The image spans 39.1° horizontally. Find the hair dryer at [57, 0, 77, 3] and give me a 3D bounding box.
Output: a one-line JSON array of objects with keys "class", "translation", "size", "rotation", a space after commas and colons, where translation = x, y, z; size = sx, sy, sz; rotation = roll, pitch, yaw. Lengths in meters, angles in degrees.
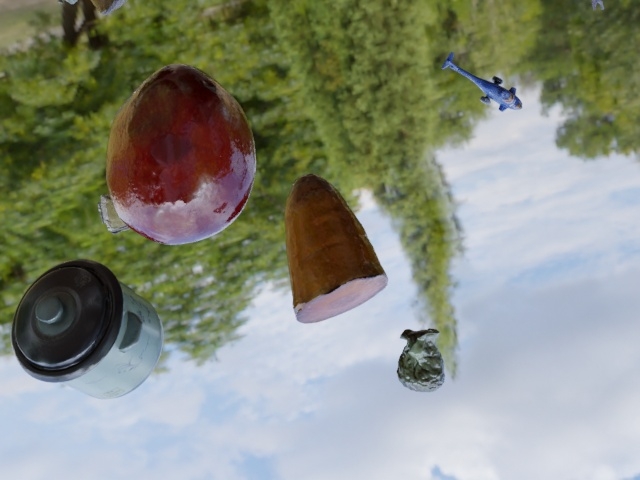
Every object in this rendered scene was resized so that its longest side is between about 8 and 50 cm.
[{"class": "hair dryer", "translation": [-0.480, -0.530, 1.487], "size": [0.298, 0.296, 0.119], "rotation": [17, 154, 6]}]

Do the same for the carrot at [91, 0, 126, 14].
[{"class": "carrot", "translation": [-0.300, -0.407, 1.286], "size": [0.101, 0.102, 0.263], "rotation": [-14, -127, 9]}]

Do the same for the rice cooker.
[{"class": "rice cooker", "translation": [-0.491, 0.189, 1.897], "size": [0.316, 0.264, 0.317], "rotation": [12, 160, 4]}]

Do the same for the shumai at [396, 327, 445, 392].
[{"class": "shumai", "translation": [0.147, 0.159, 1.251], "size": [0.083, 0.080, 0.082], "rotation": [-5, -136, -34]}]

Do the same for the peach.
[{"class": "peach", "translation": [-0.184, -0.112, 1.206], "size": [0.199, 0.244, 0.243], "rotation": [4, -173, -15]}]

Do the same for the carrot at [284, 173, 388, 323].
[{"class": "carrot", "translation": [0.000, 0.000, 1.443], "size": [0.159, 0.225, 0.159], "rotation": [-19, 166, -5]}]

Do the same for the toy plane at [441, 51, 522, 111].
[{"class": "toy plane", "translation": [0.301, -0.288, 1.659], "size": [0.054, 0.167, 0.062], "rotation": [-59, -179, 5]}]

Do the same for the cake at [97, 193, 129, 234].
[{"class": "cake", "translation": [-0.286, -0.048, 1.375], "size": [0.052, 0.065, 0.121], "rotation": [-18, -174, -43]}]

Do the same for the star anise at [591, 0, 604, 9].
[{"class": "star anise", "translation": [0.404, -0.398, 1.342], "size": [0.158, 0.144, 0.140], "rotation": [0, -152, 42]}]
